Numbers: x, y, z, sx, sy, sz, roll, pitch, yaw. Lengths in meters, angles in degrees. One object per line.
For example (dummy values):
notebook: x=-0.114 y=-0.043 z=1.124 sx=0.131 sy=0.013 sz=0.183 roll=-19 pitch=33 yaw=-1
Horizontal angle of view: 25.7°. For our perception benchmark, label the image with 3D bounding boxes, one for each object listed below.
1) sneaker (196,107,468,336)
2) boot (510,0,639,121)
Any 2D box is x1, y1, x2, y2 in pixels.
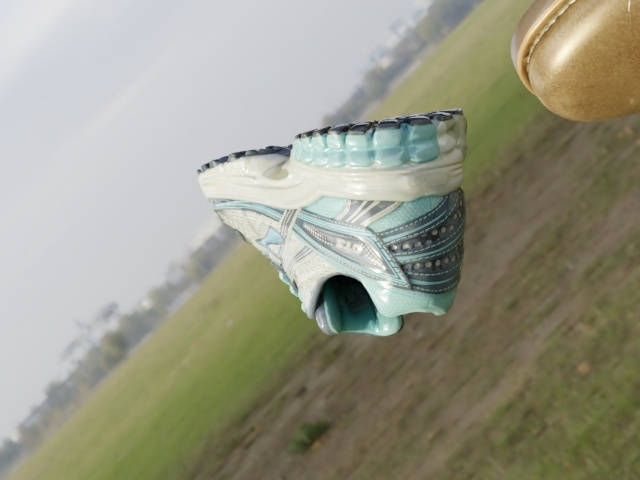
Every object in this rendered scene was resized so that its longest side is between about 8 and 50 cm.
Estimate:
sneaker: x=0.000 y=0.000 z=0.843 sx=0.110 sy=0.122 sz=0.283 roll=-7 pitch=0 yaw=-19
boot: x=0.216 y=-0.087 z=0.530 sx=0.305 sy=0.115 sz=0.112 roll=-16 pitch=-24 yaw=28
